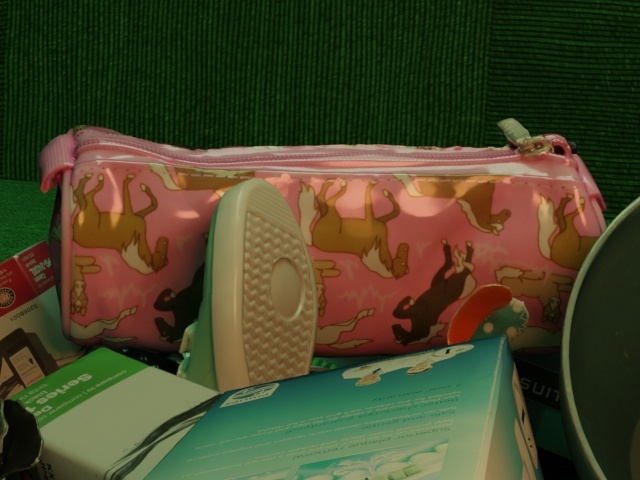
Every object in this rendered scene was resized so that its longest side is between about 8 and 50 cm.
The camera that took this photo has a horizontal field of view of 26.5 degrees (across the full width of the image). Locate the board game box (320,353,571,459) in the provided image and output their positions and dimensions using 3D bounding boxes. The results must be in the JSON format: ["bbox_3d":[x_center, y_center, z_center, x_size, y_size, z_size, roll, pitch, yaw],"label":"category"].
[{"bbox_3d":[0.175,0.094,1.182,0.253,0.079,0.336,20,8,17],"label":"board game box"}]

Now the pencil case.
[{"bbox_3d":[0.000,0.000,0.953,0.386,0.167,0.160,-1,-2,-3],"label":"pencil case"}]

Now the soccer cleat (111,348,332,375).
[{"bbox_3d":[-0.070,0.133,1.113,0.318,0.109,0.116,9,-6,35],"label":"soccer cleat"}]

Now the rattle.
[{"bbox_3d":[0.048,0.116,0.884,0.130,0.200,0.142,-5,12,-43],"label":"rattle"}]

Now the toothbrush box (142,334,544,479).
[{"bbox_3d":[0.018,0.171,0.412,0.126,0.216,0.295,-13,7,10],"label":"toothbrush box"}]

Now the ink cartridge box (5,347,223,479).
[{"bbox_3d":[-0.067,0.158,0.696,0.087,0.153,0.208,-28,26,-35],"label":"ink cartridge box"}]

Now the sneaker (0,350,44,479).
[{"bbox_3d":[-0.213,0.108,0.705,0.170,0.089,0.051,-29,-43,22],"label":"sneaker"}]

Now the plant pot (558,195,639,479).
[{"bbox_3d":[0.286,0.119,0.870,0.290,0.290,0.195,3,-27,2],"label":"plant pot"}]

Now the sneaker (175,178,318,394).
[{"bbox_3d":[-0.084,0.090,0.855,0.151,0.256,0.094,1,1,33],"label":"sneaker"}]

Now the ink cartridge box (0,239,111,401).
[{"bbox_3d":[-0.219,0.093,1.006,0.109,0.150,0.063,-29,5,12],"label":"ink cartridge box"}]

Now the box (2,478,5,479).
[{"bbox_3d":[-0.315,0.171,0.778,0.290,0.087,0.169,-6,13,-44],"label":"box"}]
